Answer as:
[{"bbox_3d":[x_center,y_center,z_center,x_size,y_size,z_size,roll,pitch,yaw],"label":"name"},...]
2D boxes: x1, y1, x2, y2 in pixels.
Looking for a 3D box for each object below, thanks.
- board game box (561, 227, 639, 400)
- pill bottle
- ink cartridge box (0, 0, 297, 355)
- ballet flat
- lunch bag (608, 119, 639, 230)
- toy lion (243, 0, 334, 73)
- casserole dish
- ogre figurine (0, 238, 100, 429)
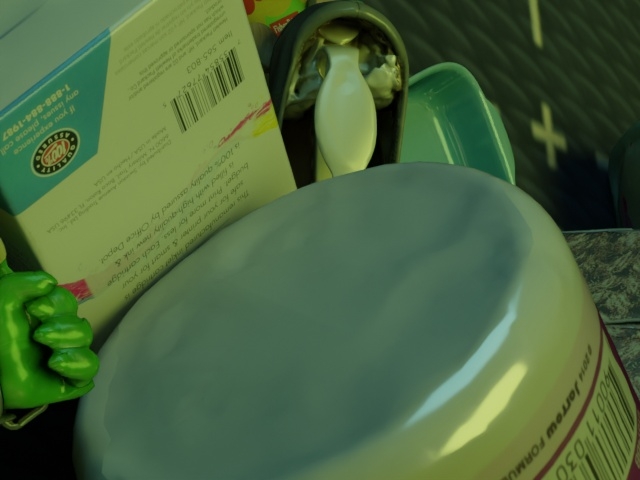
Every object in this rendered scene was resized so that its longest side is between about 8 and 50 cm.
[{"bbox_3d":[0.195,0.144,0.640,0.141,0.232,0.291,-57,131,-39],"label":"board game box"},{"bbox_3d":[0.056,0.135,0.477,0.302,0.169,0.169,61,41,-29],"label":"pill bottle"},{"bbox_3d":[-0.068,-0.018,0.481,0.104,0.061,0.181,-42,144,-21],"label":"ink cartridge box"},{"bbox_3d":[0.000,0.000,0.582,0.072,0.068,0.213,4,91,-13],"label":"ballet flat"},{"bbox_3d":[0.287,0.030,0.895,0.262,0.160,0.223,6,77,-57],"label":"lunch bag"},{"bbox_3d":[-0.040,-0.125,0.631,0.100,0.034,0.096,-35,101,-50],"label":"toy lion"},{"bbox_3d":[0.045,-0.023,0.702,0.188,0.037,0.114,-35,108,-49],"label":"casserole dish"},{"bbox_3d":[-0.167,-0.008,0.375,0.118,0.097,0.197,-37,100,-33],"label":"ogre figurine"}]
